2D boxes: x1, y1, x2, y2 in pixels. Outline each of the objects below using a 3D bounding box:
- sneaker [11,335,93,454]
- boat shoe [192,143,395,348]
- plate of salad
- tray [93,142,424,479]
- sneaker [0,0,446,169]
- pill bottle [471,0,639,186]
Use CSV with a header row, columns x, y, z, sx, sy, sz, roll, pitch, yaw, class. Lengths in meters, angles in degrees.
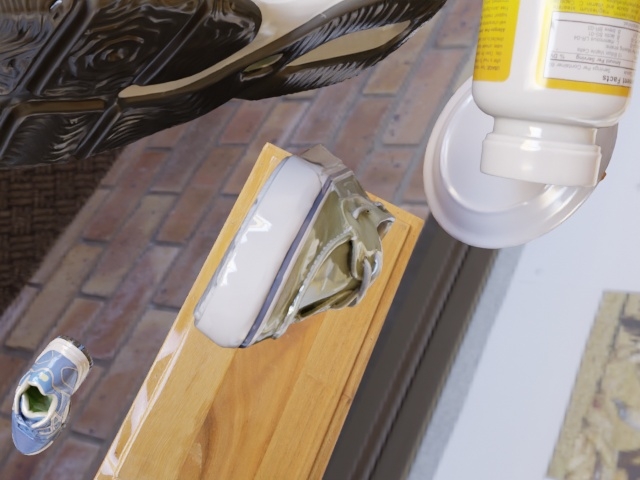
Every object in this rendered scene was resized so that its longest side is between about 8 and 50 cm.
x,y,z,sx,sy,sz,roll,pitch,yaw,class
-0.361,0.208,1.140,0.211,0.080,0.081,-61,174,36,sneaker
0.000,0.000,0.614,0.109,0.094,0.302,-59,180,20,boat shoe
0.181,-0.084,0.819,0.048,0.200,0.200,25,73,-42,plate of salad
-0.055,0.113,0.955,0.411,0.203,0.076,-66,-176,-23,tray
-0.128,-0.206,0.548,0.447,0.169,0.257,-22,80,-47,sneaker
0.175,-0.148,0.661,0.117,0.118,0.208,-7,106,-55,pill bottle
